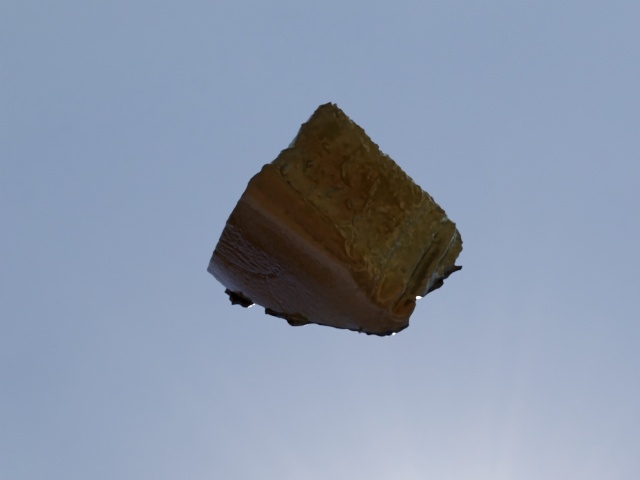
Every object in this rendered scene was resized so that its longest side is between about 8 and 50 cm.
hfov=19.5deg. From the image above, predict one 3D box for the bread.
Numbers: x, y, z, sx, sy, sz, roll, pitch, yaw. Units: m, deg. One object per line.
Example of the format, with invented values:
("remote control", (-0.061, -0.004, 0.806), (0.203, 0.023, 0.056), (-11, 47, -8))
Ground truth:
("bread", (0.000, 0.000, 1.439), (0.169, 0.160, 0.140), (44, -119, -11))
